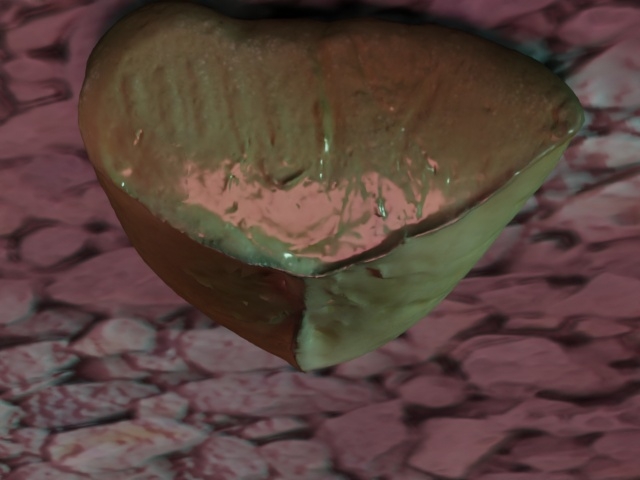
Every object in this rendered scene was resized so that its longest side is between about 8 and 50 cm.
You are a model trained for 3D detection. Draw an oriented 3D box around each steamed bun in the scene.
[{"bbox_3d":[-0.020,-0.016,0.766,0.212,0.110,0.231,21,137,-14],"label":"steamed bun"}]
